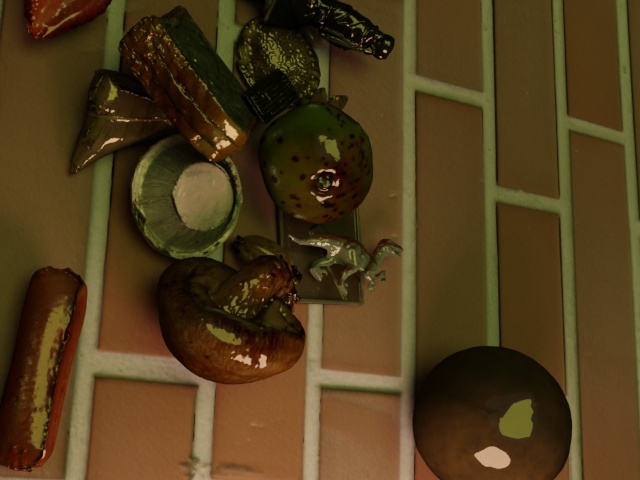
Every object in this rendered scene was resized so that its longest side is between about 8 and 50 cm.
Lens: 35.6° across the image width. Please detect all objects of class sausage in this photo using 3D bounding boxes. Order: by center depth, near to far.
[{"bbox_3d":[-0.450,0.204,1.602,0.102,0.102,0.330,18,71,-27],"label":"sausage"}]

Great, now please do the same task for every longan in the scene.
[{"bbox_3d":[0.339,0.357,1.936,0.319,0.319,0.318,8,74,-29],"label":"longan"}]

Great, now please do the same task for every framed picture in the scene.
[{"bbox_3d":[0.000,0.000,1.966,0.189,0.023,0.259,4,76,-30],"label":"framed picture"}]

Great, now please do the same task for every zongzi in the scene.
[{"bbox_3d":[-0.343,-0.189,1.776,0.195,0.099,0.197,17,92,-37],"label":"zongzi"}]

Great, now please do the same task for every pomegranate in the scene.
[{"bbox_3d":[0.006,-0.157,1.898,0.231,0.231,0.286,55,27,-8],"label":"pomegranate"}]

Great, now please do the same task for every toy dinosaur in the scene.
[{"bbox_3d":[0.044,0.021,1.945,0.242,0.053,0.167,34,63,-18],"label":"toy dinosaur"}]

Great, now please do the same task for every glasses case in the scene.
[{"bbox_3d":[-0.021,-0.439,2.062,0.032,0.021,0.083,-34,95,-30],"label":"glasses case"}]

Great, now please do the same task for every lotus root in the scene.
[{"bbox_3d":[-0.099,0.037,1.871,0.152,0.063,0.072,38,88,-12],"label":"lotus root"}]

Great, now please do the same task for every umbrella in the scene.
[{"bbox_3d":[-0.010,-0.459,1.997,0.358,0.113,0.106,27,46,-15],"label":"umbrella"}]

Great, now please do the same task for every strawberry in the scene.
[{"bbox_3d":[-0.449,-0.445,1.769,0.174,0.098,0.228,23,79,-42],"label":"strawberry"}]

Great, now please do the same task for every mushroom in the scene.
[{"bbox_3d":[-0.149,0.134,1.740,0.283,0.195,0.263,-27,56,-36],"label":"mushroom"}]

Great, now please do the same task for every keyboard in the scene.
[{"bbox_3d":[-0.090,-0.279,1.906,0.074,0.015,0.196,60,26,-11],"label":"keyboard"}]

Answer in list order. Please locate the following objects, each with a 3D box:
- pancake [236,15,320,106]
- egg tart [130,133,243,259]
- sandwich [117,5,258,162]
[{"bbox_3d":[-0.084,-0.359,2.005,0.199,0.021,0.199,8,75,-29],"label":"pancake"},{"bbox_3d":[-0.230,-0.079,1.785,0.234,0.094,0.234,1,89,-39],"label":"egg tart"},{"bbox_3d":[-0.220,-0.279,1.758,0.099,0.301,0.271,-38,102,11],"label":"sandwich"}]
